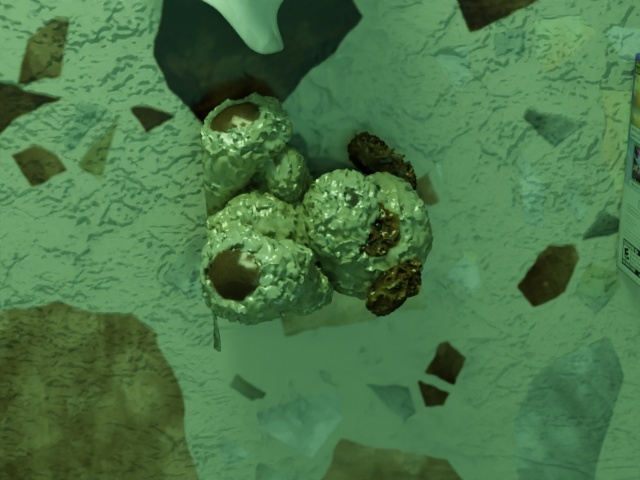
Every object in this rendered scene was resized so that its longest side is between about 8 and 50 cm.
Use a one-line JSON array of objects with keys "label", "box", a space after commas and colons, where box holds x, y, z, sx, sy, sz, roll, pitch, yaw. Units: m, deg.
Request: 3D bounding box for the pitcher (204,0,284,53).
[{"label": "pitcher", "box": [-0.063, -0.307, 1.430, 0.178, 0.125, 0.207, 30, 113, -4]}]

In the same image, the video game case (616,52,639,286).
[{"label": "video game case", "box": [0.386, -0.042, 1.524, 0.061, 0.269, 0.244, -4, 111, -12]}]

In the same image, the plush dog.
[{"label": "plush dog", "box": [0.000, 0.000, 1.513, 0.226, 0.262, 0.210, -3, 144, 0]}]
